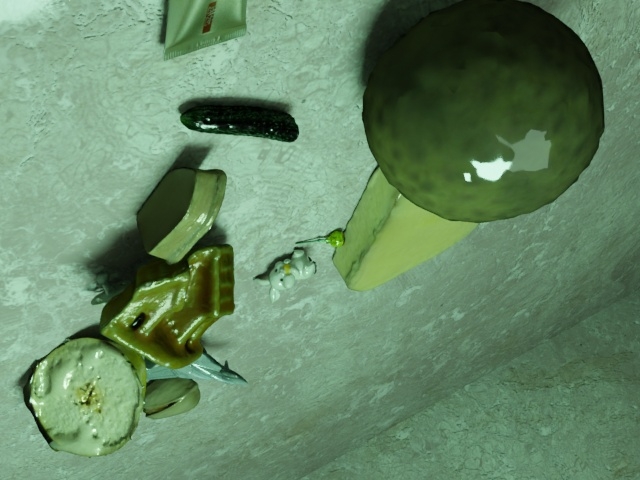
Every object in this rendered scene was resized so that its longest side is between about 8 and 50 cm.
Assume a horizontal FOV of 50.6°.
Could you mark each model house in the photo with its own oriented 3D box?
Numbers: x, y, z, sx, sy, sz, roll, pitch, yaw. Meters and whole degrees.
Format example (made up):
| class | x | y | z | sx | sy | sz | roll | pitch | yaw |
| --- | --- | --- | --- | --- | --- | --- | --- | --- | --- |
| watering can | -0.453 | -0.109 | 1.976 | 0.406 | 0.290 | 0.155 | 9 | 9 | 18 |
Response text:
| class | x | y | z | sx | sy | sz | roll | pitch | yaw |
| --- | --- | --- | --- | --- | --- | --- | --- | --- | --- |
| model house | -0.251 | 0.104 | 1.253 | 0.239 | 0.173 | 0.268 | -47 | 175 | 4 |

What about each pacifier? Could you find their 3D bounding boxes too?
| class | x | y | z | sx | sy | sz | roll | pitch | yaw |
| --- | --- | --- | --- | --- | --- | --- | --- | --- | --- |
| pacifier | -0.398 | 0.087 | 1.267 | 0.083 | 0.068 | 0.064 | -35 | 119 | -31 |

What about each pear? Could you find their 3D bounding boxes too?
| class | x | y | z | sx | sy | sz | roll | pitch | yaw |
| --- | --- | --- | --- | --- | --- | --- | --- | --- | --- |
| pear | -0.453 | 0.315 | 1.420 | 0.267 | 0.267 | 0.178 | -39 | 173 | 11 |

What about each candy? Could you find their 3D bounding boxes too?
| class | x | y | z | sx | sy | sz | roll | pitch | yaw |
| --- | --- | --- | --- | --- | --- | --- | --- | --- | --- |
| candy | 0.000 | 0.000 | 1.522 | 0.122 | 0.035 | 0.035 | -5 | 152 | -23 |

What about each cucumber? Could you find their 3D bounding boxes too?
| class | x | y | z | sx | sy | sz | roll | pitch | yaw |
| --- | --- | --- | --- | --- | --- | --- | --- | --- | --- |
| cucumber | -0.130 | -0.193 | 1.107 | 0.214 | 0.052 | 0.058 | -1 | 165 | -39 |

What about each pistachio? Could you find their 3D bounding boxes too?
| class | x | y | z | sx | sy | sz | roll | pitch | yaw |
| --- | --- | --- | --- | --- | --- | --- | --- | --- | --- |
| pistachio | -0.363 | 0.378 | 1.640 | 0.149 | 0.113 | 0.113 | -31 | 149 | -4 |

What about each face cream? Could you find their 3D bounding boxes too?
| class | x | y | z | sx | sy | sz | roll | pitch | yaw |
| --- | --- | --- | --- | --- | --- | --- | --- | --- | --- |
| face cream | -0.134 | -0.370 | 0.836 | 0.137 | 0.084 | 0.341 | -28 | 157 | -27 |

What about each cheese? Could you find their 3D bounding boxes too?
| class | x | y | z | sx | sy | sz | roll | pitch | yaw |
| --- | --- | --- | --- | --- | --- | --- | --- | --- | --- |
| cheese | 0.232 | -0.049 | 1.583 | 0.383 | 0.104 | 0.384 | -23 | 148 | -16 |

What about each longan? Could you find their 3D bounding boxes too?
| class | x | y | z | sx | sy | sz | roll | pitch | yaw |
| --- | --- | --- | --- | --- | --- | --- | --- | --- | --- |
| longan | 0.269 | -0.217 | 1.137 | 0.391 | 0.391 | 0.391 | -23 | 148 | -16 |

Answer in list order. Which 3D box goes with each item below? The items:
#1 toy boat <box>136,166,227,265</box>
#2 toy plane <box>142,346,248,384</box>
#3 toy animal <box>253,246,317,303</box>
| class | x | y | z | sx | sy | sz | roll | pitch | yaw |
| --- | --- | --- | --- | --- | --- | --- | --- | --- | --- |
| toy boat | -0.234 | -0.056 | 1.143 | 0.061 | 0.116 | 0.188 | 19 | 125 | -44 |
| toy plane | -0.281 | 0.277 | 1.562 | 0.267 | 0.088 | 0.212 | 23 | 122 | -33 |
| toy animal | -0.076 | 0.075 | 1.513 | 0.124 | 0.071 | 0.085 | -30 | 169 | -21 |
